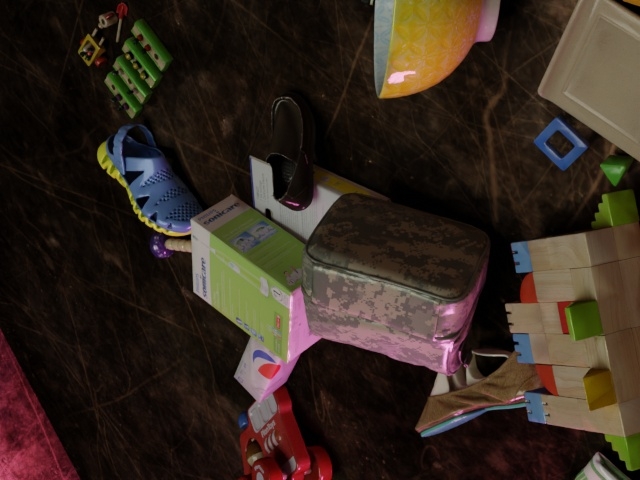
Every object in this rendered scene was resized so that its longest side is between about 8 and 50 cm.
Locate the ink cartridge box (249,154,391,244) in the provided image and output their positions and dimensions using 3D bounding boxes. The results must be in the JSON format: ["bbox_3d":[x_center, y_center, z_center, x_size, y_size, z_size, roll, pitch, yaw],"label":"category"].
[{"bbox_3d":[0.000,0.000,1.932,0.307,0.072,0.304,30,137,34],"label":"ink cartridge box"}]

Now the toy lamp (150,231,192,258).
[{"bbox_3d":[-0.285,0.014,2.247,0.274,0.080,0.080,2,118,47],"label":"toy lamp"}]

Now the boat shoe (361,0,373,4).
[{"bbox_3d":[0.066,-0.414,1.463,0.049,0.042,0.133,-115,26,-87],"label":"boat shoe"}]

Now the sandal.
[{"bbox_3d":[-0.374,-0.142,2.199,0.317,0.126,0.138,44,138,13],"label":"sandal"}]

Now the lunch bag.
[{"bbox_3d":[0.121,0.092,1.694,0.305,0.212,0.256,16,132,17],"label":"lunch bag"}]

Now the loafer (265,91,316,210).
[{"bbox_3d":[-0.057,-0.165,1.804,0.080,0.078,0.220,-9,84,34],"label":"loafer"}]

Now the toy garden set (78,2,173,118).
[{"bbox_3d":[-0.432,-0.395,2.125,0.204,0.049,0.244,53,143,4],"label":"toy garden set"}]

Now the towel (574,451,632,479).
[{"bbox_3d":[0.529,0.540,1.756,0.248,0.038,0.325,40,145,27],"label":"towel"}]

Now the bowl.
[{"bbox_3d":[0.164,-0.339,1.385,0.156,0.289,0.290,3,130,-2],"label":"bowl"}]

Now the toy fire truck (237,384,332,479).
[{"bbox_3d":[-0.116,0.507,2.392,0.302,0.169,0.254,-52,52,51],"label":"toy fire truck"}]

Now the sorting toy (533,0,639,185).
[{"bbox_3d":[0.409,-0.221,1.325,0.196,0.047,0.348,36,140,18],"label":"sorting toy"}]

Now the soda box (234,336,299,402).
[{"bbox_3d":[-0.102,0.240,2.199,0.091,0.098,0.286,44,141,15],"label":"soda box"}]

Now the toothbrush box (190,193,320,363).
[{"bbox_3d":[-0.122,0.074,1.972,0.283,0.122,0.206,32,139,28],"label":"toothbrush box"}]

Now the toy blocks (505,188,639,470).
[{"bbox_3d":[0.386,0.131,1.499,0.261,0.190,0.382,169,90,-68],"label":"toy blocks"}]

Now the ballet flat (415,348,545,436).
[{"bbox_3d":[0.280,0.263,1.794,0.342,0.116,0.124,-35,70,53],"label":"ballet flat"}]
